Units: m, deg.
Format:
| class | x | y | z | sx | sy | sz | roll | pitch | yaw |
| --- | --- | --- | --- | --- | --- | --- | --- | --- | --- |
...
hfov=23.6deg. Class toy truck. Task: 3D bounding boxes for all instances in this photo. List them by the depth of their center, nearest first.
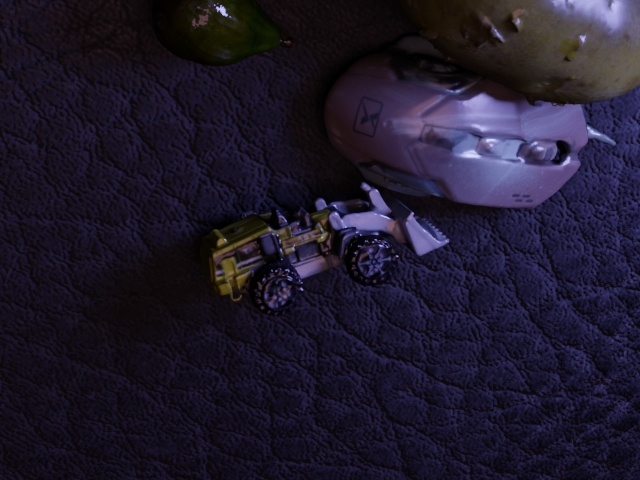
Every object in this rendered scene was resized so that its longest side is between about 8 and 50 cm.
| class | x | y | z | sx | sy | sz | roll | pitch | yaw |
| --- | --- | --- | --- | --- | --- | --- | --- | --- | --- |
| toy truck | 0.000 | 0.000 | 1.791 | 0.285 | 0.136 | 0.111 | -18 | 112 | -11 |

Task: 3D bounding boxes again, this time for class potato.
| class | x | y | z | sx | sy | sz | roll | pitch | yaw |
| --- | --- | --- | --- | --- | --- | --- | --- | --- | --- |
| potato | 0.230 | -0.282 | 1.680 | 0.359 | 0.219 | 0.270 | 42 | 63 | -21 |

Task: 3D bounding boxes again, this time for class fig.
| class | x | y | z | sx | sy | sz | roll | pitch | yaw |
| --- | --- | --- | --- | --- | --- | --- | --- | --- | --- |
| fig | -0.107 | -0.239 | 1.684 | 0.177 | 0.117 | 0.117 | 22 | 105 | -47 |

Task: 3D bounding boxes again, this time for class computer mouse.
| class | x | y | z | sx | sy | sz | roll | pitch | yaw |
| --- | --- | --- | --- | --- | --- | --- | --- | --- | --- |
| computer mouse | 0.189 | -0.122 | 1.811 | 0.389 | 0.115 | 0.199 | 8 | 112 | -19 |
